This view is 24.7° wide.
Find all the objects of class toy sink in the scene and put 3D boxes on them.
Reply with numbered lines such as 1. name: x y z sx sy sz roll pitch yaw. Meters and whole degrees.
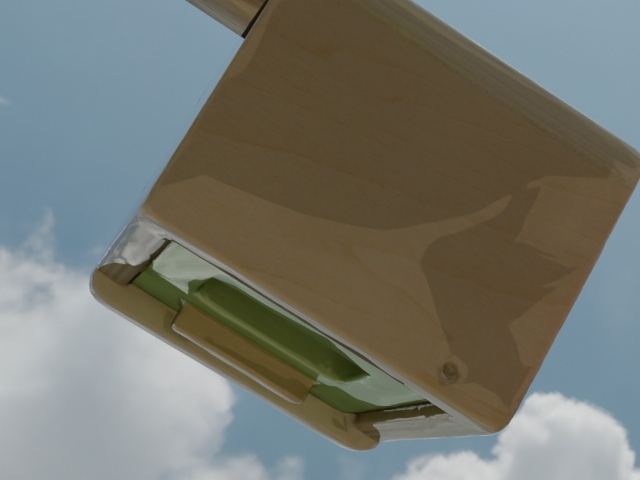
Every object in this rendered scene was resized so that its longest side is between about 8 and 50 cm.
1. toy sink: 0.000 0.000 0.620 0.153 0.234 0.131 33 -104 -9

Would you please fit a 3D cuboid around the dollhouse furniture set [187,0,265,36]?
1. dollhouse furniture set: -0.020 -0.238 0.734 0.212 0.242 0.161 34 -112 7
